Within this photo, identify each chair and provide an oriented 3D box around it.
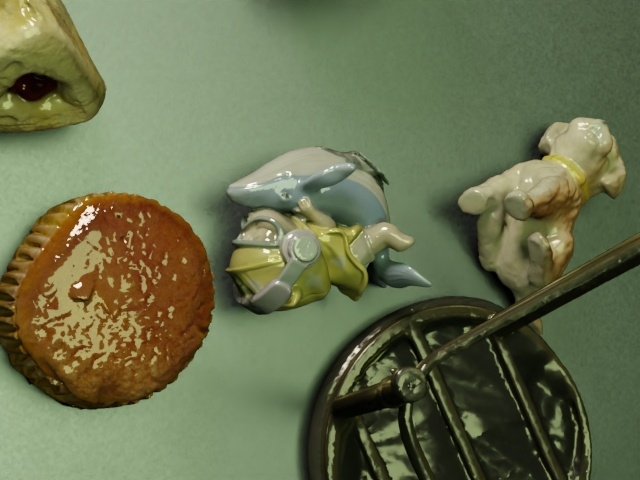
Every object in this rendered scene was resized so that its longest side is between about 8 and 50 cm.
[{"bbox_3d":[0.202,0.196,1.399,0.362,0.410,0.364,-28,96,-21],"label":"chair"}]

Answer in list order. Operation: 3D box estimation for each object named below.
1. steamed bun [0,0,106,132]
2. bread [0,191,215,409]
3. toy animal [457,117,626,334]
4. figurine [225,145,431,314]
[{"bbox_3d":[-0.290,-0.159,1.388,0.155,0.172,0.140,-29,55,2],"label":"steamed bun"},{"bbox_3d":[-0.189,0.054,1.422,0.199,0.104,0.199,2,85,-24],"label":"bread"},{"bbox_3d":[0.244,-0.024,1.627,0.185,0.104,0.183,-46,131,-37],"label":"toy animal"},{"bbox_3d":[0.000,0.000,1.495,0.208,0.128,0.183,33,76,-21],"label":"figurine"}]
